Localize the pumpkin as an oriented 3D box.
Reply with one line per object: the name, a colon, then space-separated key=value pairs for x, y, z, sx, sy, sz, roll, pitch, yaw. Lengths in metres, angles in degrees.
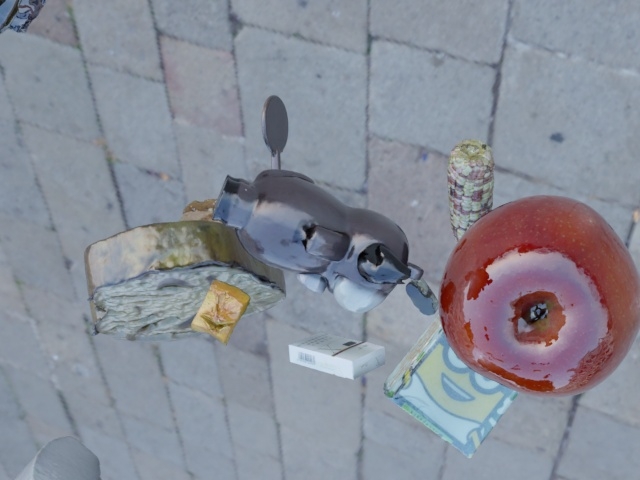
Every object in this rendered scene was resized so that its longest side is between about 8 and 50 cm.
pumpkin: x=-0.163 y=0.115 z=1.560 sx=0.073 sy=0.035 sz=0.101 roll=30 pitch=103 yaw=23

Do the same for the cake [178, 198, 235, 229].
cake: x=-0.259 y=0.062 z=2.287 sx=0.196 sy=0.293 sz=0.199 roll=7 pitch=128 yaw=13

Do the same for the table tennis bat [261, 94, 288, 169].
table tennis bat: x=-0.040 y=-0.193 z=1.871 sx=0.119 sy=0.107 sz=0.170 roll=0 pitch=93 yaw=23

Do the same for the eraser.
eraser: x=-0.400 y=0.386 z=1.251 sx=0.095 sy=0.270 sz=0.174 roll=40 pitch=-172 yaw=-3

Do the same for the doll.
doll: x=-0.001 y=-0.002 z=1.152 sx=0.257 sy=0.117 sz=0.182 roll=27 pitch=-172 yaw=-9

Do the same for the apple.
apple: x=0.282 y=0.071 z=1.262 sx=0.260 sy=0.216 sz=0.260 roll=4 pitch=102 yaw=18

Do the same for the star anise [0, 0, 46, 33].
star anise: x=-0.345 y=-0.335 z=1.075 sx=0.129 sy=0.212 sz=0.283 roll=16 pitch=100 yaw=4

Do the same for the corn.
corn: x=0.272 y=-0.073 z=1.794 sx=0.086 sy=0.086 sz=0.253 roll=15 pitch=142 yaw=20

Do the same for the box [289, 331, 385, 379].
box: x=0.028 y=0.199 z=1.712 sx=0.154 sy=0.084 sz=0.040 roll=8 pitch=105 yaw=44

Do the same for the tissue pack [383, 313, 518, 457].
tissue pack: x=0.315 y=0.269 z=2.117 sx=0.228 sy=0.311 sz=0.128 roll=37 pitch=-178 yaw=-4

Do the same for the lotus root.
lotus root: x=-0.243 y=0.082 z=1.778 sx=0.374 sy=0.111 sz=0.390 roll=5 pitch=153 yaw=-21

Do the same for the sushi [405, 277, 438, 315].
sushi: x=0.203 y=0.102 z=1.924 sx=0.044 sy=0.046 sz=0.083 roll=-23 pitch=110 yaw=38
